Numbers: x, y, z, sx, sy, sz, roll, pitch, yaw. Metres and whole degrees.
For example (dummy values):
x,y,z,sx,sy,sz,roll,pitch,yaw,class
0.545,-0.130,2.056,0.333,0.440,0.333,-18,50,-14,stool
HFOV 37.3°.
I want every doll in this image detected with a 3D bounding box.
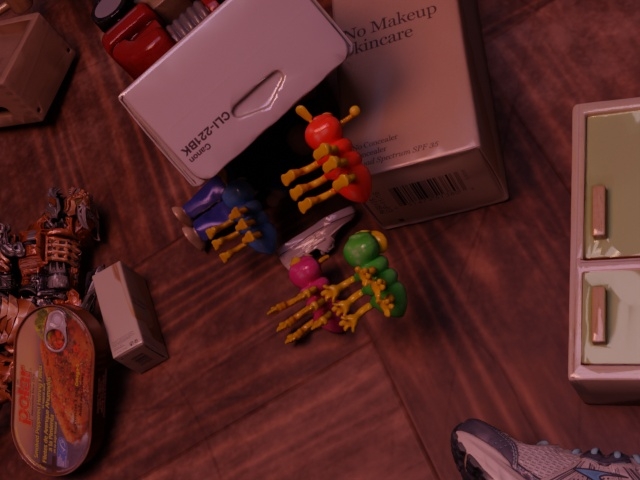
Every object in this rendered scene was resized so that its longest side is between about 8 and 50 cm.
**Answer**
x,y,z,sx,sy,sz,roll,pitch,yaw,class
-0.084,-0.074,1.099,0.189,0.046,0.129,-36,52,6,doll

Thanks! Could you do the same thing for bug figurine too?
x,y,z,sx,sy,sz,roll,pitch,yaw,class
-0.008,-0.007,0.935,0.072,0.279,0.216,-28,91,-33,bug figurine

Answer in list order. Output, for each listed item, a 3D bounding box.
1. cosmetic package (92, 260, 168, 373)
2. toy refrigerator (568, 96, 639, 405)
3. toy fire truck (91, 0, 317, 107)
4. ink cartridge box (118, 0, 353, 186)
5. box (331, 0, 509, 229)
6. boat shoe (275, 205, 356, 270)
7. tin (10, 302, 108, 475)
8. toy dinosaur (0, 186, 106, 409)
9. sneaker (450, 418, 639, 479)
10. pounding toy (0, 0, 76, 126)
x,y,z,sx,sy,sz,roll,pitch,yaw,class
-0.217,0.087,1.079,0.041,0.060,0.115,-29,58,9,cosmetic package
0.282,0.006,0.853,0.102,0.094,0.270,-3,66,24,toy refrigerator
-0.133,-0.246,1.163,0.217,0.158,0.246,-41,45,3,toy fire truck
-0.090,-0.167,0.972,0.197,0.114,0.273,-42,11,0,ink cartridge box
0.100,-0.185,1.017,0.147,0.121,0.311,-15,61,19,box
0.000,0.000,1.034,0.100,0.035,0.035,-32,84,4,boat shoe
-0.288,0.163,1.046,0.106,0.040,0.190,6,96,16,tin
-0.377,0.078,1.117,0.218,0.164,0.322,13,50,14,toy dinosaur
0.237,0.223,0.783,0.283,0.110,0.122,31,65,31,sneaker
-0.441,-0.261,1.342,0.181,0.094,0.206,-3,56,30,pounding toy
